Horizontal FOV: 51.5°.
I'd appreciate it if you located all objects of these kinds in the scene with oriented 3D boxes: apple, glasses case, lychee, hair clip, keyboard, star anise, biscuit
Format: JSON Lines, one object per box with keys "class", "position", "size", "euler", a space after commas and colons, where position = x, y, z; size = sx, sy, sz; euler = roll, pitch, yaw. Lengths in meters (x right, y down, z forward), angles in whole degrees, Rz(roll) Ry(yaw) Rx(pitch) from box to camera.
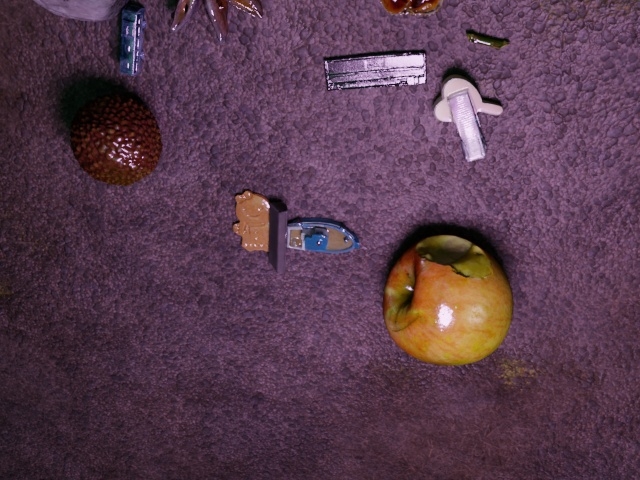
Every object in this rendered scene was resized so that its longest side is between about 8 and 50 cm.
{"class": "apple", "position": [0.333, 0.159, 1.720], "size": [0.339, 0.340, 0.340], "euler": [3, 117, 7]}
{"class": "glasses case", "position": [-0.113, -0.009, 1.816], "size": [0.042, 0.072, 0.191], "euler": [-6, 121, -17]}
{"class": "lychee", "position": [-0.512, -0.250, 1.679], "size": [0.235, 0.271, 0.236], "euler": [-9, 116, -19]}
{"class": "hair clip", "position": [0.362, -0.306, 1.619], "size": [0.159, 0.071, 0.219], "euler": [-19, 118, 14]}
{"class": "keyboard", "position": [0.134, -0.417, 1.625], "size": [0.250, 0.017, 0.087], "euler": [-2, 117, 10]}
{"class": "star anise", "position": [-0.263, -0.622, 1.526], "size": [0.331, 0.117, 0.332], "euler": [3, 108, 8]}
{"class": "biscuit", "position": [-0.178, -0.049, 1.852], "size": [0.133, 0.027, 0.184], "euler": [11, 118, 4]}

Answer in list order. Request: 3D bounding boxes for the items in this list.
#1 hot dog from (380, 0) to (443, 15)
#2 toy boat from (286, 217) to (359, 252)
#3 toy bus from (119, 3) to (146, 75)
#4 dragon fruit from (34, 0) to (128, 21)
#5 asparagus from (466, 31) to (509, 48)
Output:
{"class": "hot dog", "position": [0.225, -0.627, 1.470], "size": [0.162, 0.082, 0.271], "euler": [16, 117, -2]}
{"class": "toy boat", "position": [0.000, 0.000, 1.809], "size": [0.215, 0.102, 0.088], "euler": [5, 120, 5]}
{"class": "toy bus", "position": [-0.467, -0.496, 1.645], "size": [0.047, 0.065, 0.166], "euler": [12, 118, 1]}
{"class": "dragon fruit", "position": [-0.548, -0.625, 1.508], "size": [0.221, 0.204, 0.283], "euler": [37, 117, -7]}
{"class": "asparagus", "position": [0.392, -0.467, 1.557], "size": [0.108, 0.025, 0.021], "euler": [13, 108, 1]}
